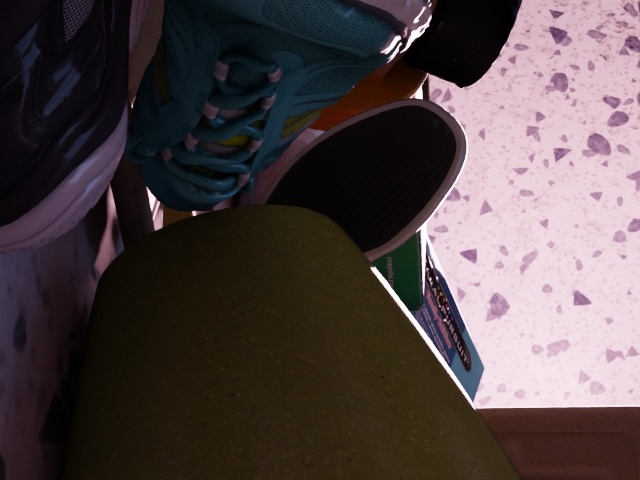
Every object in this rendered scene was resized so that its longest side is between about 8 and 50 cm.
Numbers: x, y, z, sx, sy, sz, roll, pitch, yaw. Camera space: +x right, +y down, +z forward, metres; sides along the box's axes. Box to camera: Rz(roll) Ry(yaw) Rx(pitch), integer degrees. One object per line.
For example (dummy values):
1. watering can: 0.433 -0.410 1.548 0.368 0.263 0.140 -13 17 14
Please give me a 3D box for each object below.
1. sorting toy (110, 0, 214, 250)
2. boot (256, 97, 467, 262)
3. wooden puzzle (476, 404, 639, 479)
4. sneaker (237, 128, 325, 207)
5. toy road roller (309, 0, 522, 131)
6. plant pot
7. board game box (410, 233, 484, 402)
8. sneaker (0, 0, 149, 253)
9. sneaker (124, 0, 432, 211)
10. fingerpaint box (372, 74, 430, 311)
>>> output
1. sorting toy: -0.103 -0.096 0.744 0.229 0.041 0.307 -85 175 -45
2. boot: 0.000 0.000 0.887 0.088 0.244 0.176 49 3 6
3. wooden puzzle: 0.062 0.258 0.723 0.080 0.347 0.322 11 76 -64
4. sneaker: -0.027 0.021 1.127 0.111 0.103 0.252 -74 155 -56
5. toy road roller: 0.017 -0.234 0.914 0.240 0.202 0.330 138 -32 -62
6. plant pot: -0.014 0.141 0.604 0.275 0.274 0.294 74 0 -63
7. board game box: 0.085 0.153 1.475 0.254 0.079 0.336 65 28 -22
8. sneaker: -0.107 -0.141 0.411 0.153 0.101 0.269 76 16 -72
9. sneaker: -0.030 -0.066 0.538 0.110 0.107 0.275 -66 -174 -10
10. fingerpaint box: 0.035 -0.202 1.389 0.371 0.163 0.445 -80 166 -60
